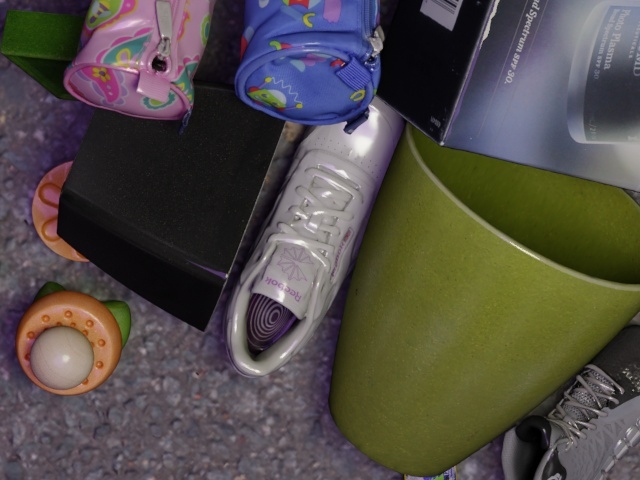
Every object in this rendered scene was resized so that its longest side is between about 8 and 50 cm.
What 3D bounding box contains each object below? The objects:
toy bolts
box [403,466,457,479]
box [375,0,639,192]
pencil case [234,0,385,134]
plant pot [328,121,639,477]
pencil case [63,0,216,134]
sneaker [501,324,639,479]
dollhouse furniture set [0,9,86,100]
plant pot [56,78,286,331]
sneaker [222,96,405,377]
[{"bbox_3d":[-0.289,0.028,1.745,0.228,0.158,0.218,12,102,-2],"label":"toy bolts"},{"bbox_3d":[0.115,0.294,1.845,0.054,0.059,0.169,-5,102,1],"label":"box"},{"bbox_3d":[0.245,-0.212,1.610,0.294,0.183,0.296,11,107,-25],"label":"box"},{"bbox_3d":[-0.001,-0.248,1.624,0.133,0.119,0.306,-9,59,23],"label":"pencil case"},{"bbox_3d":[0.132,0.070,1.714,0.274,0.275,0.293,28,115,-5],"label":"plant pot"},{"bbox_3d":[-0.132,-0.242,1.594,0.124,0.124,0.284,15,74,-2],"label":"pencil case"},{"bbox_3d":[0.246,0.170,1.758,0.086,0.132,0.229,27,84,35],"label":"sneaker"},{"bbox_3d":[-0.307,-0.253,1.737,0.301,0.151,0.198,8,81,17],"label":"dollhouse furniture set"},{"bbox_3d":[-0.141,-0.050,1.683,0.167,0.187,0.188,22,72,-3],"label":"plant pot"},{"bbox_3d":[0.000,0.000,1.740,0.114,0.152,0.305,25,100,-2],"label":"sneaker"}]
